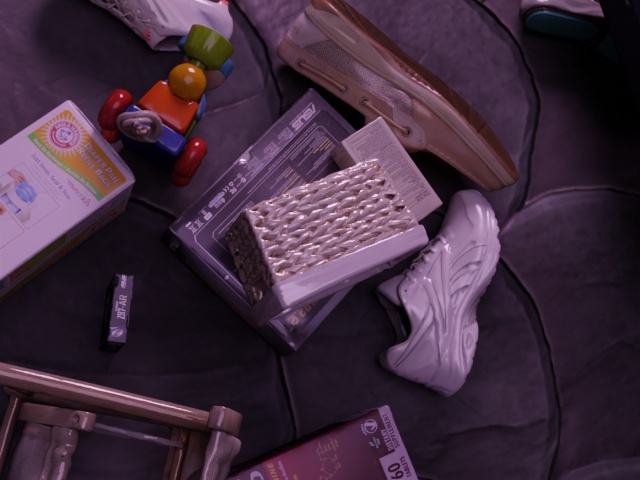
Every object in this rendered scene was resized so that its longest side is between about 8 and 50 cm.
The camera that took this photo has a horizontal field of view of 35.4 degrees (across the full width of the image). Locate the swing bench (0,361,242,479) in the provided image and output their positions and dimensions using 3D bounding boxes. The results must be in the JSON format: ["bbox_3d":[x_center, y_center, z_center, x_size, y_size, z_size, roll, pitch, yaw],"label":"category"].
[{"bbox_3d":[-0.209,0.253,0.860,0.255,0.165,0.253,11,75,5],"label":"swing bench"}]

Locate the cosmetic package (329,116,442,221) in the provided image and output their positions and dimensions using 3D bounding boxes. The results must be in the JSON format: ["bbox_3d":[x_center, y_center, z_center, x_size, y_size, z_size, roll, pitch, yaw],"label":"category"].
[{"bbox_3d":[0.069,-0.065,1.057,0.060,0.041,0.115,-33,89,-22],"label":"cosmetic package"}]

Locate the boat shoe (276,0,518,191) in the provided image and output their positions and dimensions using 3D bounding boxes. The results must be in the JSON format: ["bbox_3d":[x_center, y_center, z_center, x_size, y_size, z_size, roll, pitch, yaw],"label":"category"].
[{"bbox_3d":[0.087,-0.146,1.118,0.302,0.109,0.098,39,109,-6],"label":"boat shoe"}]

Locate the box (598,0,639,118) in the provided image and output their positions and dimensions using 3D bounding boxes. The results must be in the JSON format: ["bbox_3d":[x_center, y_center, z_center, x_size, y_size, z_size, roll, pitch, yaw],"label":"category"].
[{"bbox_3d":[0.518,-0.190,1.106,0.313,0.179,0.343,-21,99,8],"label":"box"}]

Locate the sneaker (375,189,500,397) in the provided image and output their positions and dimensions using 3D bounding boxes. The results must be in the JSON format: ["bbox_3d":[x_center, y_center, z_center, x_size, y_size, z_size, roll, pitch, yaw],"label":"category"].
[{"bbox_3d":[0.122,0.045,1.084,0.115,0.090,0.232,16,73,-9],"label":"sneaker"}]

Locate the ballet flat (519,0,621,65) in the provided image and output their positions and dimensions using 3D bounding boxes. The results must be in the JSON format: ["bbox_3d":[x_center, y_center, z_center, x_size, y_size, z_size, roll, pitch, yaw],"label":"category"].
[{"bbox_3d":[0.345,-0.271,1.233,0.213,0.072,0.068,16,65,-13],"label":"ballet flat"}]

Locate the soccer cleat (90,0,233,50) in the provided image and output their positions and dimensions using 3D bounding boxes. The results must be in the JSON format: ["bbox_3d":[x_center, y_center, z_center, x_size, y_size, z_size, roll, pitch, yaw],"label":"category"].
[{"bbox_3d":[-0.189,-0.247,1.069,0.196,0.068,0.076,18,76,-15],"label":"soccer cleat"}]

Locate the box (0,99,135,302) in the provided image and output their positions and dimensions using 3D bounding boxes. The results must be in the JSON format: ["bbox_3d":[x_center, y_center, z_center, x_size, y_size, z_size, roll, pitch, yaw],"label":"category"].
[{"bbox_3d":[-0.291,-0.024,0.959,0.203,0.114,0.103,-40,90,-21],"label":"box"}]

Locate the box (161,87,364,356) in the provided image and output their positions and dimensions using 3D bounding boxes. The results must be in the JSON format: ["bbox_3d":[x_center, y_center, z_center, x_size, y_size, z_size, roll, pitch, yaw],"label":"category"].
[{"bbox_3d":[-0.024,-0.022,1.070,0.183,0.056,0.231,44,69,-5],"label":"box"}]

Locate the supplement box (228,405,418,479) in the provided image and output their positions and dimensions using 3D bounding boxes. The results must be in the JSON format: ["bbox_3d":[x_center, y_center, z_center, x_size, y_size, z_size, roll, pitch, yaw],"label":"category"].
[{"bbox_3d":[-0.022,0.268,0.996,0.240,0.073,0.130,-21,84,-19],"label":"supplement box"}]

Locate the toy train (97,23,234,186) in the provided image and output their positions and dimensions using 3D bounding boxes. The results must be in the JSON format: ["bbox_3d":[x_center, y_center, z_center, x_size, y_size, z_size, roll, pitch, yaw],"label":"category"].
[{"bbox_3d":[-0.132,-0.144,0.953,0.105,0.248,0.143,32,82,-7],"label":"toy train"}]

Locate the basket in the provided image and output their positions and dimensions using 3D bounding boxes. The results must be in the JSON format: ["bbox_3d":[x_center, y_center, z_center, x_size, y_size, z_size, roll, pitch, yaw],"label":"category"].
[{"bbox_3d":[0.000,0.000,0.982,0.167,0.113,0.103,-24,84,-21],"label":"basket"}]

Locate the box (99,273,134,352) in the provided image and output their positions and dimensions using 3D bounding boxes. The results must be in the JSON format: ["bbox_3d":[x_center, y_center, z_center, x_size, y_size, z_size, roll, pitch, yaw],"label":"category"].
[{"bbox_3d":[-0.200,0.072,0.981,0.018,0.083,0.067,8,76,-16],"label":"box"}]
